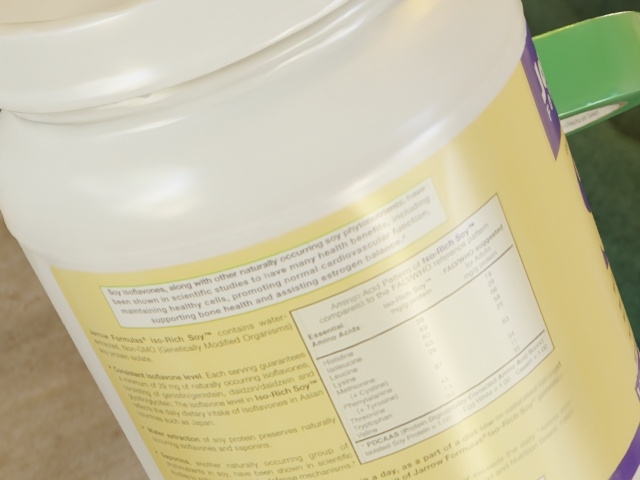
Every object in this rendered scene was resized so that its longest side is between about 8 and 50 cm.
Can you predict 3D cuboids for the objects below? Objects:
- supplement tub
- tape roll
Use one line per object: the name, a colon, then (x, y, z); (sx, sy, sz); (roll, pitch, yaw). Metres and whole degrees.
supplement tub: (0.000, 0.000, 0.714); (0.241, 0.331, 0.241); (-18, 28, 10)
tape roll: (0.168, -0.122, 1.502); (0.321, 0.321, 0.077); (-17, 85, -39)
